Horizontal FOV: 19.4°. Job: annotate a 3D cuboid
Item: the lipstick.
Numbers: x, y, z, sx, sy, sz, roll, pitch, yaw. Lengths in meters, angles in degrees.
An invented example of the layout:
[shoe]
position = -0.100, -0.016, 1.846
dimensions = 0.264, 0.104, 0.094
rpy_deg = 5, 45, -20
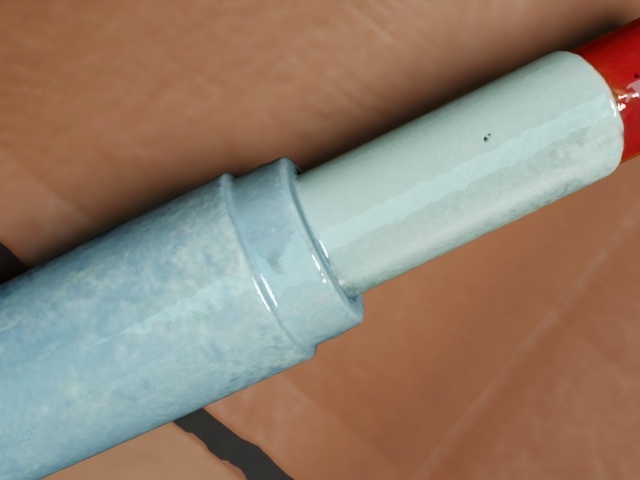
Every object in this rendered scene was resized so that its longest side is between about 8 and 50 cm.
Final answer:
[lipstick]
position = 0.000, 0.000, 0.556
dimensions = 0.274, 0.068, 0.061
rpy_deg = -26, 89, 8
